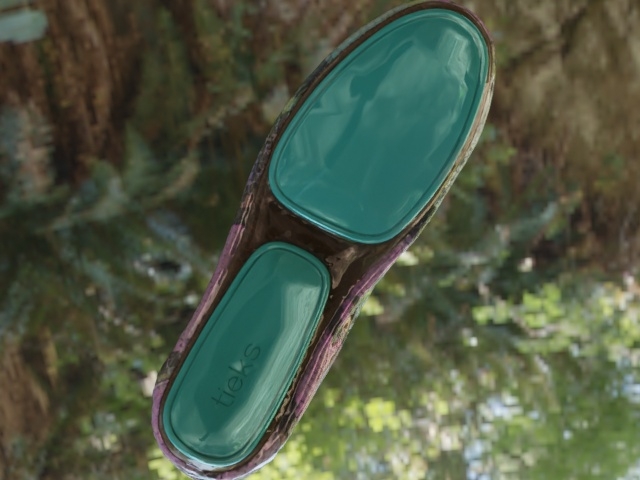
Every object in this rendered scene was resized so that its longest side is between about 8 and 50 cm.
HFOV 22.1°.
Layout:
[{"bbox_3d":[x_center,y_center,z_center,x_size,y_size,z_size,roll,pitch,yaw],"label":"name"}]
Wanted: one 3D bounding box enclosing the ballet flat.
[{"bbox_3d":[0.000,0.000,0.688,0.077,0.221,0.079,29,180,4],"label":"ballet flat"}]
